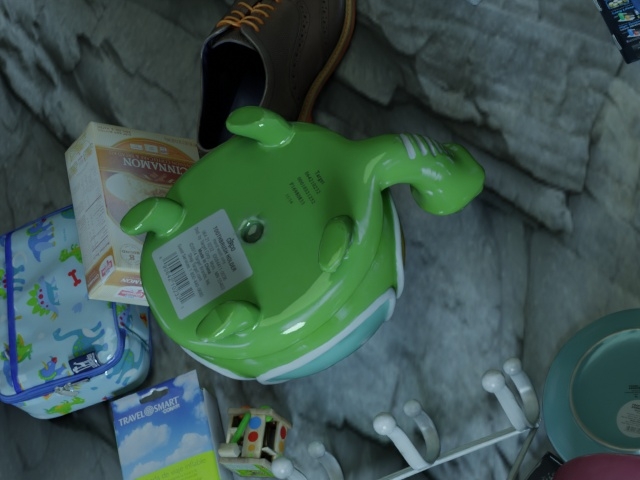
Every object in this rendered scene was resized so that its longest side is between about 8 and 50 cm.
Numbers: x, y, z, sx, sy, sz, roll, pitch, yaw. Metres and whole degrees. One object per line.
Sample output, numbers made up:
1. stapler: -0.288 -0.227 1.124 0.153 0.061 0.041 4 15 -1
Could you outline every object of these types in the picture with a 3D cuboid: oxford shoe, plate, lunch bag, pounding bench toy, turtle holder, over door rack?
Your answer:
1. oxford shoe: -0.052 -0.223 1.972 0.130 0.133 0.363 0 67 25
2. plate: 0.298 0.143 1.693 0.188 0.024 0.188 -10 58 16
3. lunch bag: -0.278 0.076 1.964 0.176 0.090 0.219 -18 59 20
4. pounding bench toy: -0.070 0.196 1.812 0.052 0.083 0.065 -2 67 24
5. turtle holder: -0.017 -0.003 1.796 0.243 0.227 0.320 28 80 33
6. over door rack: 0.073 0.219 1.617 0.240 0.108 0.324 -25 15 17

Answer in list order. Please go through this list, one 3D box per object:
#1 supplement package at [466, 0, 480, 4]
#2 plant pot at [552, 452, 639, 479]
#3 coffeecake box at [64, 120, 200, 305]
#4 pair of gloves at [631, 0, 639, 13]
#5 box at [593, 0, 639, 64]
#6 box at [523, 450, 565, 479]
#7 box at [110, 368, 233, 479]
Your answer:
1. supplement package: 0.167 -0.367 1.955 0.105 0.105 0.179 33 84 33
2. plant pot: 0.265 0.305 1.518 0.201 0.201 0.180 7 57 27
3. coffeecake box: -0.184 -0.024 1.928 0.068 0.142 0.185 -44 49 42
4. pair of gloves: 0.359 -0.283 1.656 0.198 0.023 0.159 -35 49 4
5. box: 0.376 -0.269 1.771 0.220 0.175 0.051 -20 59 16
6. box: 0.225 0.247 1.690 0.083 0.018 0.067 37 85 33
7. box: -0.149 0.234 1.855 0.109 0.042 0.178 -22 59 13
